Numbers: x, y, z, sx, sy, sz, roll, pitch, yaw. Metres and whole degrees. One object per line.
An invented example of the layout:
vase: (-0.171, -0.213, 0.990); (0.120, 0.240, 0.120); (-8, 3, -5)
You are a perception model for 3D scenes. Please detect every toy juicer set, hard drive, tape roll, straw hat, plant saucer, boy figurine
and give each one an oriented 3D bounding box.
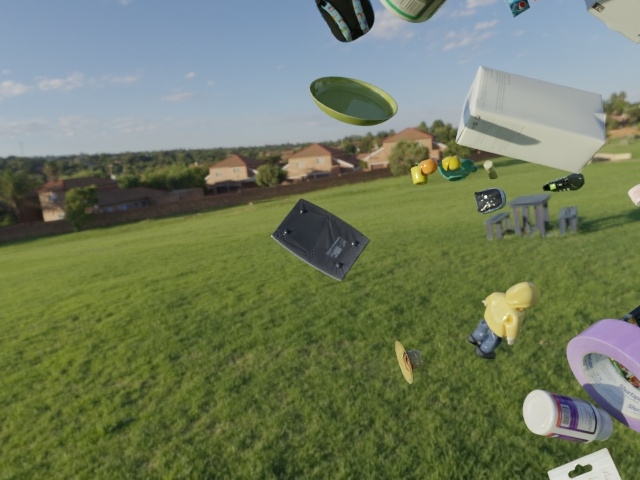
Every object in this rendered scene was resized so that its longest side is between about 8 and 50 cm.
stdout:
toy juicer set: (0.505, -0.279, 1.649); (0.329, 0.089, 0.209); (-2, -10, 6)
hard drive: (0.000, 0.000, 1.350); (0.255, 0.172, 0.054); (32, -17, 15)
tape roll: (0.755, 0.333, 1.105); (0.090, 0.274, 0.275); (-31, 18, -12)
straw hat: (0.288, 0.373, 1.406); (0.061, 0.144, 0.144); (-15, 13, -6)
plant saucer: (0.085, -0.367, 1.196); (0.241, 0.037, 0.241); (8, 41, -8)
boy figurine: (0.569, 0.233, 1.407); (0.092, 0.285, 0.177); (14, 28, -23)

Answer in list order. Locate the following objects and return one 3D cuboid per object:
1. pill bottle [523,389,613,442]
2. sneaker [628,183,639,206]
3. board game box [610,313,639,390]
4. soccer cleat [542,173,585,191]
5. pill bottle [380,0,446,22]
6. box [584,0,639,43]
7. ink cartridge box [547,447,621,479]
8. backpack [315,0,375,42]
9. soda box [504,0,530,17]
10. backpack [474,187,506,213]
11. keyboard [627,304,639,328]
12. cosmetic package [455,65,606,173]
pill bottle: (0.625, 0.447, 1.132); (0.194, 0.108, 0.108); (16, 7, -12)
sneaker: (0.997, -0.146, 1.349); (0.134, 0.051, 0.070); (-12, 41, 4)
board game box: (1.057, 0.396, 1.524); (0.136, 0.259, 0.030); (-29, 1, -9)
soccer cleat: (0.867, -0.199, 1.604); (0.072, 0.060, 0.179); (-13, -2, -6)
pill bottle: (0.291, -0.701, 1.035); (0.204, 0.204, 0.361); (-12, -8, -26)
box: (0.816, -0.644, 1.149); (0.181, 0.119, 0.182); (25, -36, -11)
ink cartridge box: (0.677, 0.653, 1.079); (0.066, 0.189, 0.232); (27, 38, -17)
backpack: (0.081, -0.713, 1.380); (0.158, 0.173, 0.116); (-24, 39, 18)
soda box: (0.755, -0.985, 1.783); (0.067, 0.210, 0.071); (-27, -38, 27)
backpack: (0.744, -0.174, 1.953); (0.114, 0.105, 0.084); (-18, -16, 42)
keyboard: (1.251, 0.281, 1.632); (0.317, 0.201, 0.033); (-29, 12, -11)
cosmetic package: (0.638, -0.370, 1.376); (0.385, 0.217, 0.156); (18, -31, 4)
